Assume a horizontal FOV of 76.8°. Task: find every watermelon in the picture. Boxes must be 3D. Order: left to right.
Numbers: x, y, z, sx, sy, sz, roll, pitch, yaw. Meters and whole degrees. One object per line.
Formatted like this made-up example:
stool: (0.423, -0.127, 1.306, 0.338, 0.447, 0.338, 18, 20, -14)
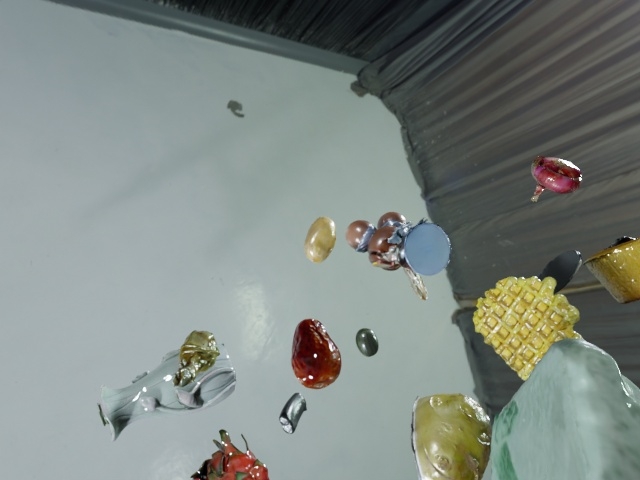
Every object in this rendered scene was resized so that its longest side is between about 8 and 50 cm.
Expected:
watermelon: (0.167, 0.365, 1.439, 0.078, 0.078, 0.110, -29, 100, -40)

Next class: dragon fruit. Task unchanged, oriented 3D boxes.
dragon fruit: (-0.234, 0.644, 1.070, 0.192, 0.274, 0.193, -19, 119, -35)

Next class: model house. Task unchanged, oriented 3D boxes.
model house: (0.381, 0.275, 0.421, 0.325, 0.267, 0.194, 11, 46, 10)

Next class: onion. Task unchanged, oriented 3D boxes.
onion: (0.681, -0.173, 1.202, 0.150, 0.140, 0.150, 12, 36, -9)

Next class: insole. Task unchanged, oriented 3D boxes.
insole: (0.669, 0.144, 1.205, 0.012, 0.309, 0.110, 13, 39, -5)

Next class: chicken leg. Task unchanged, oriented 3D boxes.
chicken leg: (-0.327, 0.314, 1.072, 0.103, 0.227, 0.088, 26, 100, -14)

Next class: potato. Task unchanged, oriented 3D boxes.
potato: (0.000, 0.000, 1.470, 0.109, 0.118, 0.178, 21, 64, 2)
potato: (0.377, 0.569, 1.115, 0.246, 0.196, 0.299, 51, 33, -35)

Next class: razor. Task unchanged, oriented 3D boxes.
razor: (-0.106, 0.657, 1.548, 0.090, 0.054, 0.148, 70, 25, -12)

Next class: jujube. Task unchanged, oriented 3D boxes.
jujube: (-0.023, 0.422, 1.515, 0.190, 0.190, 0.255, 20, 39, -30)

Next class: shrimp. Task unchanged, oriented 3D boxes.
shrimp: (0.405, 0.129, 1.846, 0.317, 0.062, 0.164, 66, 16, 13)

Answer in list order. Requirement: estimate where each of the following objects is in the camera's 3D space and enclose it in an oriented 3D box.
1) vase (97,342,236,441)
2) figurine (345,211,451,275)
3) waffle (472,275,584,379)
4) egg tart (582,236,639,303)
vase: (-0.536, 0.527, 1.431, 0.445, 0.250, 0.250, -14, 83, -29)
figurine: (0.287, 0.010, 1.552, 0.277, 0.388, 0.248, -12, 91, -19)
waffle: (0.586, 0.256, 1.151, 0.060, 0.307, 0.312, 2, 66, -35)
egg tart: (0.851, 0.072, 1.096, 0.215, 0.215, 0.170, -2, 67, -37)
